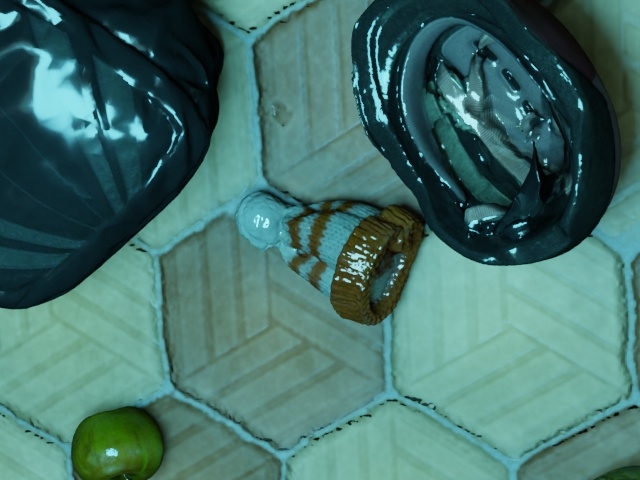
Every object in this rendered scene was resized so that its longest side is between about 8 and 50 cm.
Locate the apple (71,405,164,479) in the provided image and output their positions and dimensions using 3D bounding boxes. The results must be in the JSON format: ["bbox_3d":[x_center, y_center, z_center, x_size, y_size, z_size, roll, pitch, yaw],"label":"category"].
[{"bbox_3d":[-0.194,0.198,1.683,0.089,0.089,0.074,-18,81,19],"label":"apple"}]

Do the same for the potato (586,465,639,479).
[{"bbox_3d":[0.301,0.263,1.552,0.202,0.117,0.182,22,151,8],"label":"potato"}]

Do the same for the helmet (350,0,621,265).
[{"bbox_3d":[0.155,-0.106,1.473,0.198,0.154,0.253,-29,77,40],"label":"helmet"}]

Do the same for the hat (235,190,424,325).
[{"bbox_3d":[0.000,0.000,1.589,0.162,0.093,0.112,25,101,27],"label":"hat"}]

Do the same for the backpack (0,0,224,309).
[{"bbox_3d":[-0.316,-0.171,1.534,0.445,0.255,0.363,43,113,-14],"label":"backpack"}]
